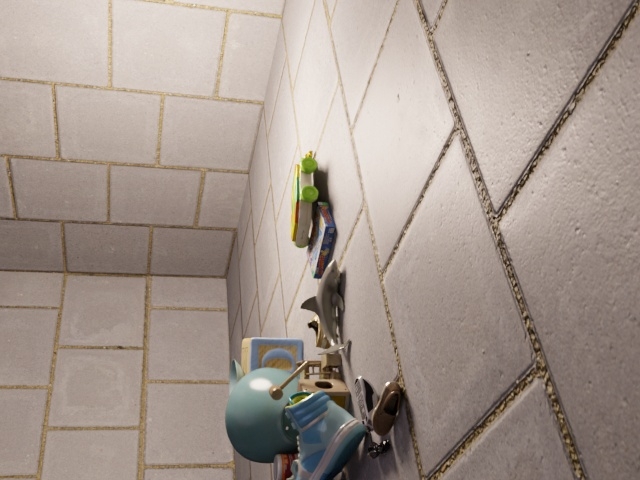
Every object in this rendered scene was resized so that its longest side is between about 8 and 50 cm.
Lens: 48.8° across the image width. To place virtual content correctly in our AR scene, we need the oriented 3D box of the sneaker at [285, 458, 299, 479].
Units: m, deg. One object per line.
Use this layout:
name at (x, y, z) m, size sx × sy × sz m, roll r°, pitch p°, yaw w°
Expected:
sneaker at (-0.040, 0.732, 1.936) m, size 0.146 × 0.122 × 0.331 m, roll 27°, pitch 105°, yaw 28°

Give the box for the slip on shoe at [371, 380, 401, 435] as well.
slip on shoe at (0.146, 0.371, 1.528) m, size 0.041 × 0.051 × 0.135 m, roll -114°, pitch 38°, yaw -66°

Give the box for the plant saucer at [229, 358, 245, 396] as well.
plant saucer at (-0.288, 0.512, 2.463) m, size 0.195 × 0.037 × 0.195 m, roll -177°, pitch 90°, yaw -75°

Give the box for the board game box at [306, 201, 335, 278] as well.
board game box at (0.000, 0.000, 2.192) m, size 0.136 × 0.035 × 0.201 m, roll -107°, pitch 24°, yaw -52°

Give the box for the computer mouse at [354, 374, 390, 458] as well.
computer mouse at (0.121, 0.405, 1.640) m, size 0.106 × 0.042 × 0.193 m, roll 108°, pitch 154°, yaw -60°

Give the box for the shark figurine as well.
shark figurine at (0.003, 0.210, 1.996) m, size 0.166 × 0.116 × 0.278 m, roll 116°, pitch 155°, yaw -60°

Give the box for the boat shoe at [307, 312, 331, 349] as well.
boat shoe at (-0.004, 0.242, 2.085) m, size 0.190 × 0.072 × 0.068 m, roll -107°, pitch 24°, yaw -53°

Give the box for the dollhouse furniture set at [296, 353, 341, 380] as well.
dollhouse furniture set at (-0.006, 0.424, 2.000) m, size 0.161 × 0.101 × 0.182 m, roll 124°, pitch 146°, yaw -64°

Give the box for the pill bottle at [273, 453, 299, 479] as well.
pill bottle at (-0.056, 0.663, 2.051) m, size 0.086 × 0.151 × 0.086 m, roll -177°, pitch 90°, yaw -75°

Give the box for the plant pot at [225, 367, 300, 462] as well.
plant pot at (-0.114, 0.534, 2.134) m, size 0.195 × 0.290 × 0.291 m, roll -12°, pitch 75°, yaw 54°

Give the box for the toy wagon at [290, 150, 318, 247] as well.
toy wagon at (-0.058, -0.151, 2.319) m, size 0.267 × 0.068 × 0.345 m, roll 102°, pitch 169°, yaw -53°

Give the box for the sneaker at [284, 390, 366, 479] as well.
sneaker at (-0.026, 0.510, 1.812) m, size 0.208 × 0.127 × 0.319 m, roll 44°, pitch 123°, yaw 23°

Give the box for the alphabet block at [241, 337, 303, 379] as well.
alphabet block at (-0.173, 0.440, 2.482) m, size 0.197 × 0.192 × 0.194 m, roll 151°, pitch 123°, yaw -72°

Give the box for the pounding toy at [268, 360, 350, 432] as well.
pounding toy at (-0.031, 0.423, 1.888) m, size 0.094 × 0.205 × 0.181 m, roll -135°, pitch 49°, yaw -71°
